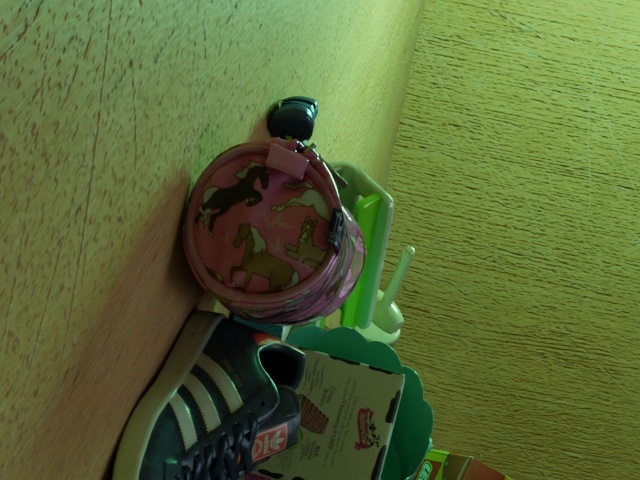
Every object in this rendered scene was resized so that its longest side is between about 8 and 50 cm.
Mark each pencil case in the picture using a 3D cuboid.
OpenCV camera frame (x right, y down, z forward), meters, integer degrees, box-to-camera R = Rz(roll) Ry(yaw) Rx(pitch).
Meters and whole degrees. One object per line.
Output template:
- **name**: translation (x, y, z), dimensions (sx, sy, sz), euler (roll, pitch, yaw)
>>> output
- **pencil case**: translation (-0.039, 0.002, 1.554), dimensions (0.386, 0.167, 0.160), euler (59, 13, -82)

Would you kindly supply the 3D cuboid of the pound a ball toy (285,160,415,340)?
- **pound a ball toy**: translation (0.029, 0.027, 2.161), dimensions (0.208, 0.136, 0.319), euler (-27, 145, -31)

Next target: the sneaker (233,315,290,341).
- **sneaker**: translation (-0.056, 0.038, 1.858), dimensions (0.092, 0.087, 0.229), euler (-110, -139, -89)

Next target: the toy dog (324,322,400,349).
- **toy dog**: translation (-0.005, 0.219, 2.343), dimensions (0.333, 0.161, 0.220), euler (-25, 137, -60)

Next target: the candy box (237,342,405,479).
- **candy box**: translation (-0.036, 0.203, 1.668), dimensions (0.071, 0.233, 0.159), euler (92, 14, -63)

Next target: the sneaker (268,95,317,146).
- **sneaker**: translation (-0.030, -0.149, 1.763), dimensions (0.144, 0.053, 0.059), euler (125, -19, -83)

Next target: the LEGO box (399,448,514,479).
- **LEGO box**: translation (0.093, 0.557, 2.128), dimensions (0.372, 0.193, 0.500), euler (-5, -123, 65)

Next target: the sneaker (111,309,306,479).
- **sneaker**: translation (-0.102, 0.197, 1.455), dimensions (0.350, 0.148, 0.131), euler (-67, 170, -52)

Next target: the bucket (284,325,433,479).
- **bucket**: translation (0.008, 0.273, 2.020), dimensions (0.183, 0.281, 0.281), euler (100, 7, -54)
